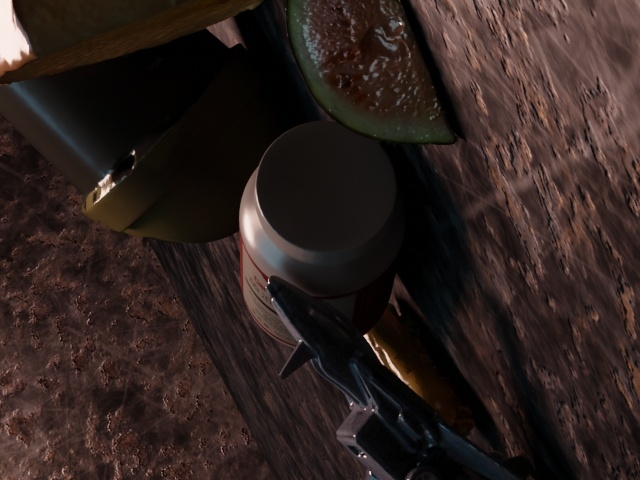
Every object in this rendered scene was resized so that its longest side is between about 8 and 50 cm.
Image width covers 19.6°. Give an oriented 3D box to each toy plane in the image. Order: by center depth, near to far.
[{"bbox_3d":[0.043,0.133,1.423,0.267,0.088,0.212,40,163,-18],"label":"toy plane"}]

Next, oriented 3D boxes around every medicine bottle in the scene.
[{"bbox_3d":[0.000,0.000,1.486,0.131,0.131,0.250,61,170,15],"label":"medicine bottle"}]

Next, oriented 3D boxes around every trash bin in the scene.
[{"bbox_3d":[-0.181,-0.134,1.701,0.334,0.214,0.214,40,173,-10],"label":"trash bin"}]

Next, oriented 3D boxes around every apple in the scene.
[{"bbox_3d":[-0.144,-0.244,1.444,0.252,0.314,0.309,23,178,-14],"label":"apple"}]

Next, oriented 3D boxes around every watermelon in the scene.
[{"bbox_3d":[0.033,-0.138,1.244,0.163,0.087,0.069,69,-154,-14],"label":"watermelon"}]

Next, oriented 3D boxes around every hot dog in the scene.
[{"bbox_3d":[0.077,0.111,1.594,0.188,0.055,0.072,55,170,39],"label":"hot dog"}]
